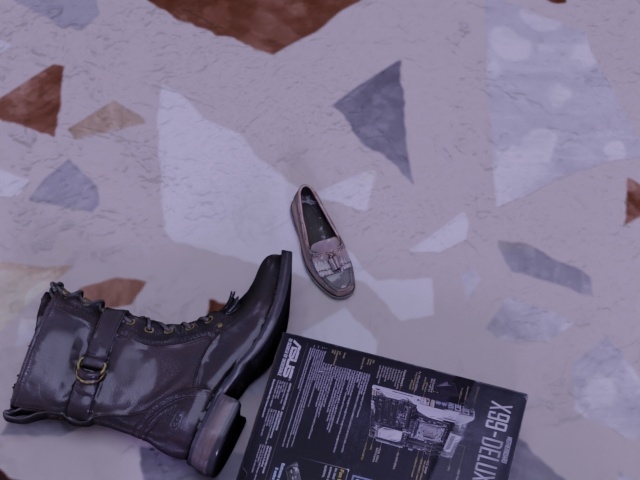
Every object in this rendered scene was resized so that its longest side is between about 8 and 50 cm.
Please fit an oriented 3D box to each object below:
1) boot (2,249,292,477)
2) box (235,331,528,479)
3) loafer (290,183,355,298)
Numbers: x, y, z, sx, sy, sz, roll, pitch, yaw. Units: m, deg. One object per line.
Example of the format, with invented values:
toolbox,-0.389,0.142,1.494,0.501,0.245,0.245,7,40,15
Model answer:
boot,-0.162,0.088,1.664,0.229,0.091,0.263,21,64,9
box,0.039,0.255,1.581,0.242,0.076,0.307,13,61,6
loafer,0.000,0.000,1.749,0.045,0.039,0.125,-18,62,-12
